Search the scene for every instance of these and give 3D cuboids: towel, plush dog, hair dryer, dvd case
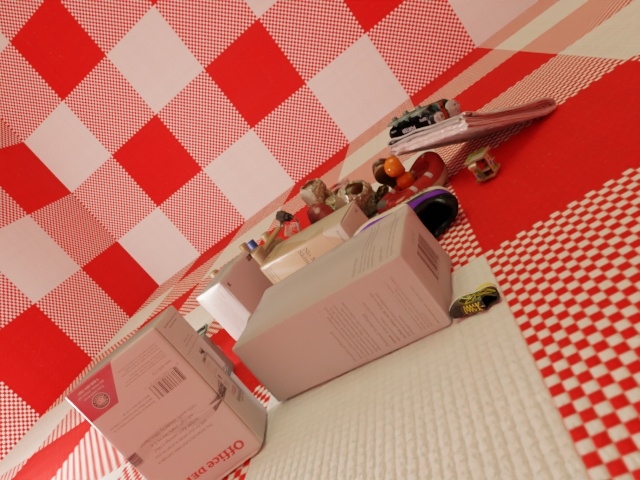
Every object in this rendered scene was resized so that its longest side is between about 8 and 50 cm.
[{"bbox_3d":[0.391,-0.302,1.266,0.316,0.054,0.331,-15,5,-25],"label":"towel"},{"bbox_3d":[0.096,-0.109,1.496,0.262,0.211,0.225,8,27,43],"label":"plush dog"},{"bbox_3d":[0.000,0.000,1.401,0.293,0.224,0.080,-5,11,41],"label":"hair dryer"},{"bbox_3d":[-0.464,0.358,1.724,0.119,0.013,0.087,-40,14,-1],"label":"dvd case"}]

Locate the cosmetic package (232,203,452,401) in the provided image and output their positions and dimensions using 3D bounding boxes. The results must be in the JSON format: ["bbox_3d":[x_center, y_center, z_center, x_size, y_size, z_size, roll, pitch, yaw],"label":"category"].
[{"bbox_3d":[0.041,0.120,0.888,0.384,0.156,0.217,-33,15,28],"label":"cosmetic package"}]

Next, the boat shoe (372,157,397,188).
[{"bbox_3d":[0.205,-0.206,1.413,0.073,0.073,0.207,-29,-24,20],"label":"boat shoe"}]

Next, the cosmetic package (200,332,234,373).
[{"bbox_3d":[-0.276,0.328,1.105,0.107,0.127,0.238,-40,12,-3],"label":"cosmetic package"}]

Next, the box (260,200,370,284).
[{"bbox_3d":[0.001,0.037,1.267,0.311,0.148,0.121,-30,17,38],"label":"box"}]

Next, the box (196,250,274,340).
[{"bbox_3d":[-0.235,0.161,1.402,0.119,0.182,0.181,-33,15,31],"label":"box"}]

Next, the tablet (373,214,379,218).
[{"bbox_3d":[0.176,-0.068,1.431,0.083,0.006,0.054,-39,14,3],"label":"tablet"}]

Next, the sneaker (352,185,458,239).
[{"bbox_3d":[0.181,-0.015,1.053,0.293,0.102,0.146,-37,15,9],"label":"sneaker"}]

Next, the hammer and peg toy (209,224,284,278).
[{"bbox_3d":[-0.248,0.079,1.813,0.361,0.127,0.266,-22,20,49],"label":"hammer and peg toy"}]

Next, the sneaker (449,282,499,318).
[{"bbox_3d":[0.234,0.095,0.718,0.083,0.031,0.035,-36,15,12],"label":"sneaker"}]

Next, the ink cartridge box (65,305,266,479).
[{"bbox_3d":[-0.263,0.296,0.846,0.207,0.283,0.117,-38,10,5],"label":"ink cartridge box"}]

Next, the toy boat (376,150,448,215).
[{"bbox_3d":[0.234,-0.170,1.299,0.231,0.151,0.151,-43,15,-15],"label":"toy boat"}]

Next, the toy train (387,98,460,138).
[{"bbox_3d":[0.405,-0.472,1.865,0.190,0.142,0.334,-33,12,-18],"label":"toy train"}]

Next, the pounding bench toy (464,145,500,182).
[{"bbox_3d":[0.377,-0.167,1.102,0.052,0.065,0.083,-23,21,46],"label":"pounding bench toy"}]

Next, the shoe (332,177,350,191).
[{"bbox_3d":[0.061,-0.171,1.892,0.177,0.081,0.063,-36,14,11],"label":"shoe"}]
